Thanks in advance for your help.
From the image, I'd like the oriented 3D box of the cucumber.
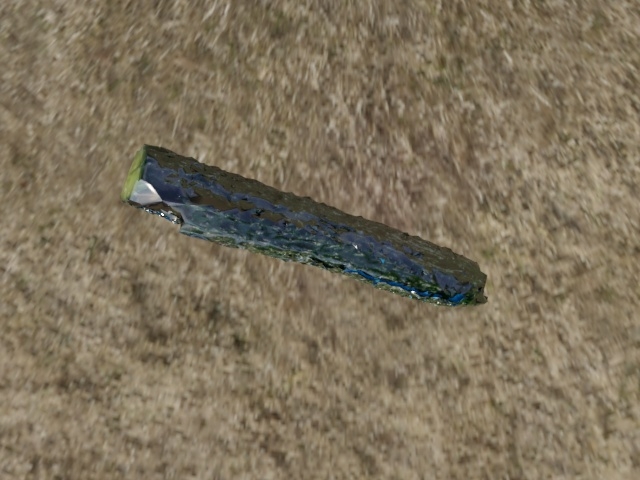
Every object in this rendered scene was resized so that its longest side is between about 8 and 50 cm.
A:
[{"bbox_3d":[0.000,-0.001,0.848,0.257,0.044,0.043,19,109,-21],"label":"cucumber"}]
